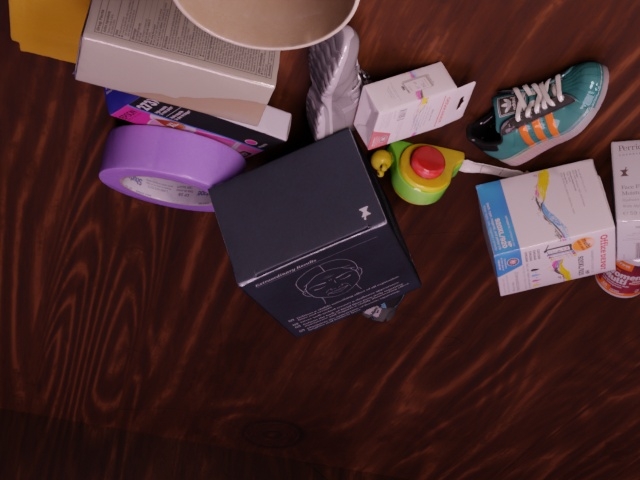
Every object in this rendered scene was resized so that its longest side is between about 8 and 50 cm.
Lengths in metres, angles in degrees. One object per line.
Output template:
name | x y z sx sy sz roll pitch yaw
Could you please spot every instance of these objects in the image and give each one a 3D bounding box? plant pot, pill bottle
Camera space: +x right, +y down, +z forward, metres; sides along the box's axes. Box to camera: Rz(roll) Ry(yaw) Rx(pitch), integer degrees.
plant pot | -0.066 -0.445 1.479 0.256 0.274 0.256 3 149 2
pill bottle | 0.654 0.019 2.282 0.121 0.121 0.221 4 149 3

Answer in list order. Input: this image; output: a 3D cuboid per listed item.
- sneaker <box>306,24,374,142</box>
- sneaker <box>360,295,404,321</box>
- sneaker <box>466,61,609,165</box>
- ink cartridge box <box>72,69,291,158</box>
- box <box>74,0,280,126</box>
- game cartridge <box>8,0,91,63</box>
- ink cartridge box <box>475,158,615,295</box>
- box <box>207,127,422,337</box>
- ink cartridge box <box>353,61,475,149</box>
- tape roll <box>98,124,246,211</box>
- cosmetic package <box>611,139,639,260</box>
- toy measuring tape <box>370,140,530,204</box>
sneaker | 0.042 -0.286 1.927 0.115 0.105 0.281 -13 154 -14
sneaker | 0.041 0.062 2.489 0.340 0.125 0.140 20 119 -17
sneaker | 0.376 -0.228 1.930 0.121 0.108 0.302 16 149 -24
ink cartridge box | -0.254 -0.243 1.980 0.371 0.069 0.175 19 164 -27
box | -0.227 -0.308 1.766 0.311 0.148 0.121 14 149 -11
game cartridge | -0.360 -0.392 1.839 0.323 0.053 0.285 12 148 -7
ink cartridge box | 0.438 -0.024 2.117 0.232 0.168 0.171 -14 147 6
box | 0.000 0.000 2.117 0.293 0.212 0.395 -23 157 6
ink cartridge box | 0.166 -0.243 1.932 0.198 0.067 0.115 -19 155 -19
tape roll | -0.287 -0.137 2.124 0.274 0.090 0.275 10 167 2
cosmetic package | 0.630 -0.078 2.062 0.151 0.184 0.151 -4 149 13
toy measuring tape | 0.256 -0.115 2.131 0.330 0.121 0.121 12 148 -10
